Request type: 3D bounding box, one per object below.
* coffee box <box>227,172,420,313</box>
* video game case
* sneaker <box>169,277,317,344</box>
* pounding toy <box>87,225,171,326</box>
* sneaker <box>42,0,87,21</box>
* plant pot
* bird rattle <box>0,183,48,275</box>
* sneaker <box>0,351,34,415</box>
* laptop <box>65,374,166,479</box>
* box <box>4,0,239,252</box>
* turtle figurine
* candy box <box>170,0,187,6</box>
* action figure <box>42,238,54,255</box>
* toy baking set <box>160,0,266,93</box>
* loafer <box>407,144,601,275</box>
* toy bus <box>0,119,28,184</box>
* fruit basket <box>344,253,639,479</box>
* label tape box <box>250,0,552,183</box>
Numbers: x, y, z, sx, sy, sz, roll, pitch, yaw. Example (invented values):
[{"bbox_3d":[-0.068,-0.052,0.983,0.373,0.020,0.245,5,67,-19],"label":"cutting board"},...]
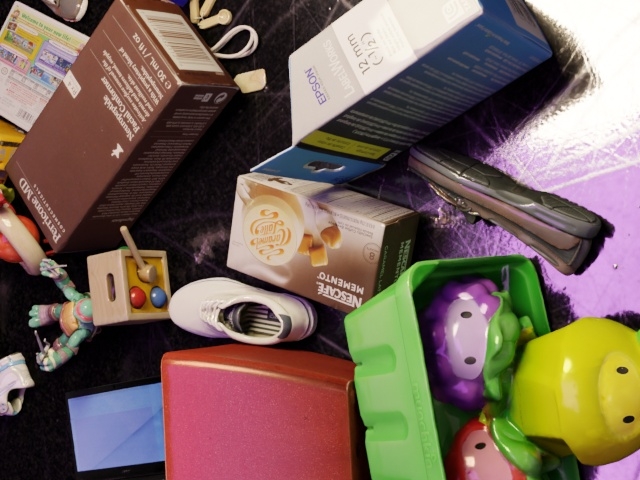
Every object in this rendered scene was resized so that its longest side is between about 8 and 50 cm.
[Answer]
[{"bbox_3d":[0.000,0.000,1.357,0.246,0.098,0.141,20,112,30],"label":"coffee box"},{"bbox_3d":[-0.506,-0.299,1.711,0.212,0.023,0.193,29,94,29],"label":"video game case"},{"bbox_3d":[-0.133,0.103,1.450,0.258,0.091,0.094,0,88,31],"label":"sneaker"},{"bbox_3d":[-0.294,0.057,1.526,0.100,0.130,0.141,-11,83,30],"label":"pounding toy"},{"bbox_3d":[-0.469,-0.427,1.685,0.158,0.065,0.061,33,105,28],"label":"sneaker"},{"bbox_3d":[-0.043,0.272,1.310,0.235,0.267,0.267,-5,86,18],"label":"plant pot"},{"bbox_3d":[-0.526,-0.033,1.638,0.207,0.143,0.253,48,153,-4],"label":"bird rattle"},{"bbox_3d":[-0.575,0.287,1.724,0.191,0.071,0.083,-46,73,22],"label":"sneaker"},{"bbox_3d":[-0.354,0.364,1.547,0.234,0.264,0.137,-14,118,30],"label":"laptop"},{"bbox_3d":[-0.319,-0.173,1.521,0.381,0.143,0.191,-48,68,30],"label":"box"},{"bbox_3d":[-0.412,0.129,1.577,0.234,0.118,0.175,-36,49,57],"label":"turtle figurine"},{"bbox_3d":[-0.249,-0.573,1.520,0.268,0.122,0.317,-45,69,17],"label":"candy box"},{"bbox_3d":[-0.422,0.001,1.664,0.115,0.030,0.038,-11,87,32],"label":"action figure"},{"bbox_3d":[-0.195,-0.304,1.537,0.196,0.030,0.256,-40,69,24],"label":"toy baking set"},{"bbox_3d":[0.220,-0.040,1.247,0.267,0.096,0.084,27,114,25],"label":"loafer"},{"bbox_3d":[-0.658,-0.187,1.764,0.332,0.108,0.130,25,101,29],"label":"toy bus"},{"bbox_3d":[0.241,0.192,1.144,0.392,0.283,0.392,4,95,48],"label":"fruit basket"},{"bbox_3d":[0.088,-0.204,1.237,0.347,0.249,0.115,-30,74,26],"label":"label tape box"}]
